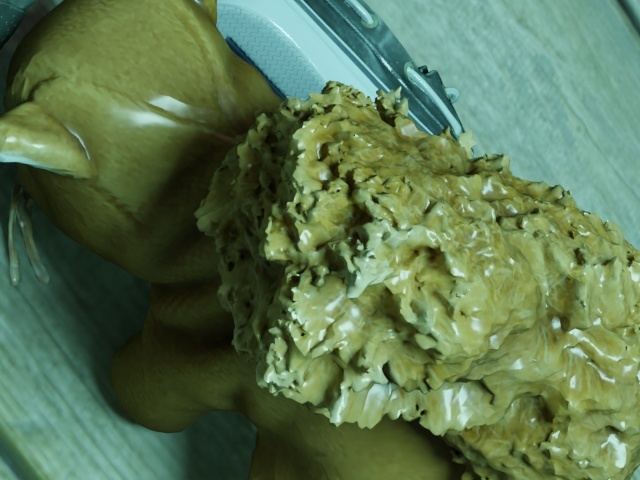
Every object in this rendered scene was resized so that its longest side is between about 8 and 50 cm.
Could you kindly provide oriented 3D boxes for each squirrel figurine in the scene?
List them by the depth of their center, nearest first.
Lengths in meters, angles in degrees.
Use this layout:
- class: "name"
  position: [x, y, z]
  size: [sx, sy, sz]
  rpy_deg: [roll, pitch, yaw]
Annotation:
- class: "squirrel figurine"
  position: [0.000, 0.000, 1.034]
  size: [0.281, 0.397, 0.370]
  rpy_deg: [-46, 107, -25]

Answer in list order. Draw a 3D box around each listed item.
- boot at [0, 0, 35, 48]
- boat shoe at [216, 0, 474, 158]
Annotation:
- class: "boot"
  position: [-0.163, -0.187, 0.961]
  size: [0.083, 0.246, 0.161]
  rpy_deg: [44, 96, 4]
- class: "boat shoe"
  position: [0.047, -0.077, 1.258]
  size: [0.335, 0.121, 0.119]
  rpy_deg: [50, 48, -27]
